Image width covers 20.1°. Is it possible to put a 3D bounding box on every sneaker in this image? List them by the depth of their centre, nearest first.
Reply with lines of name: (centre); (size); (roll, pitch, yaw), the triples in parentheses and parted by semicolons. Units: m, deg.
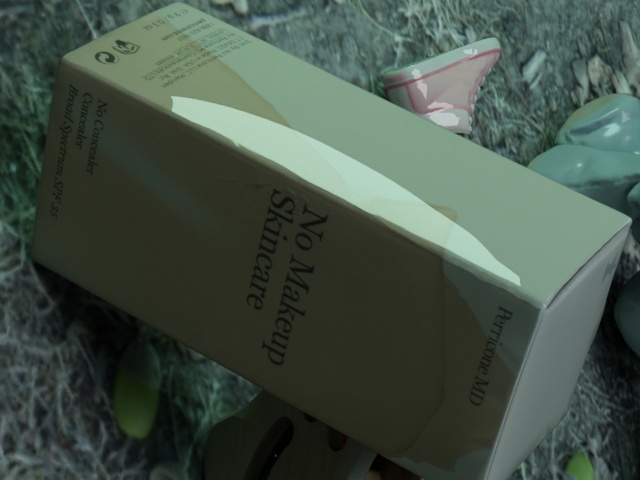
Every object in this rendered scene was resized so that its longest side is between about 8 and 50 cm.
sneaker: (0.102, -0.113, 1.402); (0.134, 0.051, 0.070); (-26, 97, -48)

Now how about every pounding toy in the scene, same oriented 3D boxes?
pounding toy: (0.032, 0.160, 1.119); (0.155, 0.154, 0.269); (18, 62, -45)

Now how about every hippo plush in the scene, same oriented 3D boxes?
hippo plush: (0.337, -0.005, 1.480); (0.234, 0.294, 0.236); (-40, 116, -28)

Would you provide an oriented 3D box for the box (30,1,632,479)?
box: (0.000, 0.000, 1.015); (0.121, 0.311, 0.148); (-36, 145, -50)
